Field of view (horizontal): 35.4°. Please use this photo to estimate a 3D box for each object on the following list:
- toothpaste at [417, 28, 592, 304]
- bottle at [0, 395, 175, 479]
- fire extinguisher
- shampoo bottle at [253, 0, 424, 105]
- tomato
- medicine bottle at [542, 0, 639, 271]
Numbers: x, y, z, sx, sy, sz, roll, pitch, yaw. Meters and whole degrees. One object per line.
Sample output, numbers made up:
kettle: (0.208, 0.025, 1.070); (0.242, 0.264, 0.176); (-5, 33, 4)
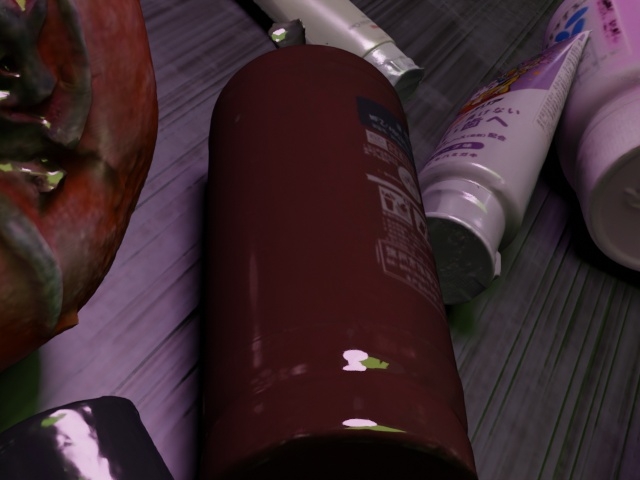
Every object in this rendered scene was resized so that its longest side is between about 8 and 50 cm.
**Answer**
toothpaste: (0.122, -0.068, 0.705); (0.073, 0.114, 0.299); (49, 38, -14)
bottle: (-0.036, 0.167, 0.325); (0.082, 0.072, 0.244); (-10, 55, -43)
fire extinguisher: (0.000, 0.000, 0.521); (0.114, 0.135, 0.337); (-12, 44, 7)
shampoo bottle: (-0.010, -0.180, 0.762); (0.212, 0.049, 0.072); (46, 33, 15)
tomato: (-0.176, -0.050, 0.354); (0.232, 0.232, 0.188); (-3, 10, -41)
medicine bottle: (0.261, -0.101, 0.803); (0.152, 0.152, 0.254); (25, 38, -13)
